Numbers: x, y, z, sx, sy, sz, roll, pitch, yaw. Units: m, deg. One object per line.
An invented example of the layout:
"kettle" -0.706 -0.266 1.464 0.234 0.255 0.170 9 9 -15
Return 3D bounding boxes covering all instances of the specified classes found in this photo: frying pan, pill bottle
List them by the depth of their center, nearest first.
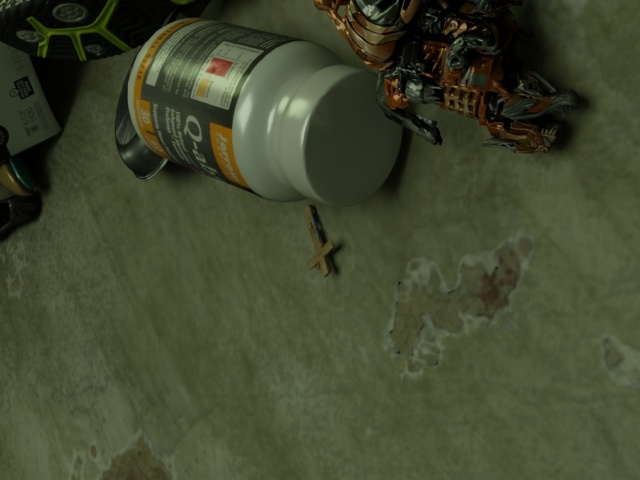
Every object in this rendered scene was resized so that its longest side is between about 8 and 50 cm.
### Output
"pill bottle" -0.060 -0.131 1.100 0.278 0.162 0.162 23 105 44
"frying pan" -0.166 -0.212 1.259 0.326 0.053 0.197 -54 34 34

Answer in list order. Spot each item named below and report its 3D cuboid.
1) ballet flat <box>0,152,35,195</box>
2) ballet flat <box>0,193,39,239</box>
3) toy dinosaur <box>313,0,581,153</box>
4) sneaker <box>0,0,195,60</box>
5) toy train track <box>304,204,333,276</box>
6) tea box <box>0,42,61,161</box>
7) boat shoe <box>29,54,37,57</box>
"ballet flat" -0.480 -0.135 1.592 0.073 0.080 0.232 -32 54 6
"ballet flat" -0.478 -0.038 1.610 0.173 0.049 0.058 -22 72 43
"toy dinosaur" 0.085 -0.207 0.925 0.218 0.321 0.164 -59 8 29
"sneaker" -0.218 -0.322 1.218 0.384 0.145 0.147 -18 66 20
"toy train track" 0.000 0.000 1.140 0.048 0.014 0.083 -45 52 44
"tea box" -0.565 -0.244 1.420 0.220 0.323 0.329 52 163 34
"boat shoe" -0.416 -0.340 1.513 0.170 0.063 0.059 92 159 -44
